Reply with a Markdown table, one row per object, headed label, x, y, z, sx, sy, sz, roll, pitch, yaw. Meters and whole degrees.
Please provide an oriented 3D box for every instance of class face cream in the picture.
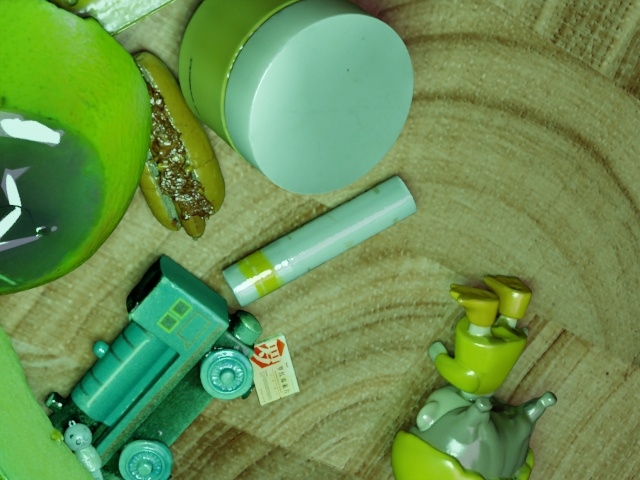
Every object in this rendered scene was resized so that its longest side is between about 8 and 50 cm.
| label | x | y | z | sx | sy | sz | roll | pitch | yaw |
| --- | --- | --- | --- | --- | --- | --- | --- | --- | --- |
| face cream | -0.031 | -0.188 | 1.561 | 0.218 | 0.179 | 0.218 | -18 | 126 | -26 |

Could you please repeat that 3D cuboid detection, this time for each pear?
| label | x | y | z | sx | sy | sz | roll | pitch | yaw |
| --- | --- | --- | --- | --- | --- | --- | --- | --- | --- |
| pear | -0.366 | -0.069 | 1.475 | 0.398 | 0.165 | 0.399 | -6 | 127 | -9 |

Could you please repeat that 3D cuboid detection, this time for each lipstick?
| label | x | y | z | sx | sy | sz | roll | pitch | yaw |
| --- | --- | --- | --- | --- | --- | --- | --- | --- | --- |
| lipstick | 0.000 | 0.000 | 1.753 | 0.264 | 0.059 | 0.059 | -29 | 119 | -6 |

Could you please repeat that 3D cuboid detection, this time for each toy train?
| label | x | y | z | sx | sy | sz | roll | pitch | yaw |
| --- | --- | --- | --- | --- | --- | --- | --- | --- | --- |
| toy train | -0.217 | 0.177 | 1.726 | 0.194 | 0.120 | 0.298 | 38 | 101 | -17 |

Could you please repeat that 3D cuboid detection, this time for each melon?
| label | x | y | z | sx | sy | sz | roll | pitch | yaw |
| --- | --- | --- | --- | --- | --- | --- | --- | --- | --- |
| melon | -0.406 | 0.250 | 1.622 | 0.226 | 0.331 | 0.343 | -44 | 103 | -20 |

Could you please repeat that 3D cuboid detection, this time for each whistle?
| label | x | y | z | sx | sy | sz | roll | pitch | yaw |
| --- | --- | --- | --- | --- | --- | --- | --- | --- | --- |
| whistle | -0.292 | 0.268 | 1.681 | 0.035 | 0.035 | 0.100 | -21 | 105 | -10 |

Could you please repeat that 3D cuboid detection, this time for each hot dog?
| label | x | y | z | sx | sy | sz | roll | pitch | yaw |
| --- | --- | --- | --- | --- | --- | --- | --- | --- | --- |
| hot dog | -0.181 | -0.107 | 1.630 | 0.102 | 0.076 | 0.249 | -26 | 118 | -12 |

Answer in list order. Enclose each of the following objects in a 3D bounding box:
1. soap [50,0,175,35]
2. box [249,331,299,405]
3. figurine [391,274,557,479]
| label | x | y | z | sx | sy | sz | roll | pitch | yaw |
| --- | --- | --- | --- | --- | --- | --- | --- | --- | --- |
| soap | -0.190 | -0.370 | 1.502 | 0.315 | 0.091 | 0.199 | -32 | 120 | -5 |
| box | -0.066 | 0.174 | 1.831 | 0.058 | 0.015 | 0.093 | -21 | 119 | -12 |
| figurine | 0.208 | 0.227 | 1.870 | 0.215 | 0.187 | 0.344 | -2 | 107 | -32 |
